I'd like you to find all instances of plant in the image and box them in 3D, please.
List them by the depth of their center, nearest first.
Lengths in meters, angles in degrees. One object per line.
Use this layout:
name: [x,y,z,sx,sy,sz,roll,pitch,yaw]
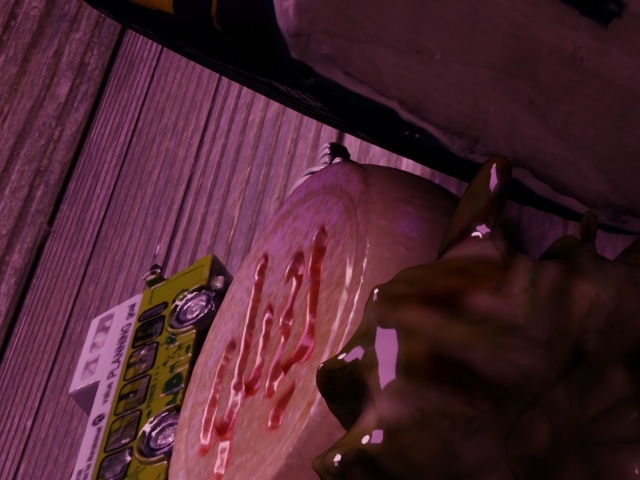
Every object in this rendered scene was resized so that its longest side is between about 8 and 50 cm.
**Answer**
plant: [0.044,0.107,0.613,0.251,0.180,0.333,-59,11,-19]

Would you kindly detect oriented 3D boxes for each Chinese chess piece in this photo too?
Chinese chess piece: [0.010,0.085,0.826,0.270,0.112,0.270,-53,21,31]

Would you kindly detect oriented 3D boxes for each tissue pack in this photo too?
tissue pack: [0.044,-0.182,0.754,0.253,0.264,0.416,-66,26,2]

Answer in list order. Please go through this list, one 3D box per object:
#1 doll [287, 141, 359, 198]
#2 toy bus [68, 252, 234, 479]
doll: [0.000,0.000,1.049,0.091,0.067,0.219,-52,22,32]
toy bus: [-0.120,0.147,1.009,0.139,0.113,0.301,-25,30,20]
